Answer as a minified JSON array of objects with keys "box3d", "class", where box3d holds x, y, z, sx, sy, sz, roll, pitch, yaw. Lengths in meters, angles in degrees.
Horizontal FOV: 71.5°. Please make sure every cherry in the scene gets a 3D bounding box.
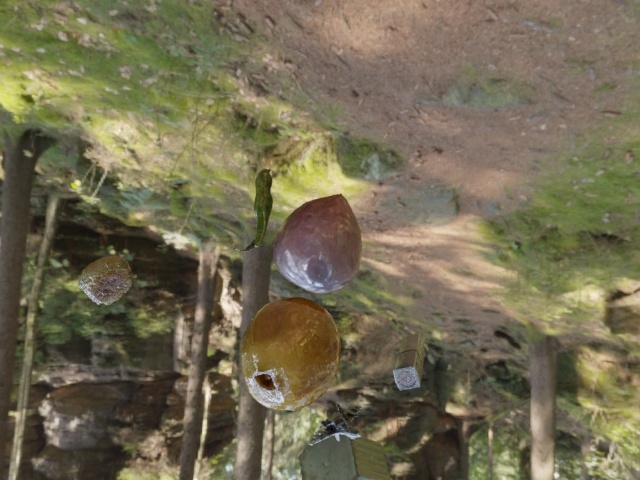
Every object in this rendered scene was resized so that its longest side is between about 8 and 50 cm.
[{"box3d":[-0.007,0.008,1.126,0.206,0.239,0.239,-30,-163,-37],"class":"cherry"}]

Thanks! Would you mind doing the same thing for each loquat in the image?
[{"box3d":[-0.057,0.229,0.904,0.193,0.238,0.238,-9,173,17],"class":"loquat"}]

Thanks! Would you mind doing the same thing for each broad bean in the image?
[{"box3d":[-0.211,-0.106,1.533,0.098,0.318,0.056,27,159,-35],"class":"broad bean"}]

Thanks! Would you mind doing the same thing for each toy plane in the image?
[{"box3d":[0.045,0.442,1.070,0.160,0.082,0.234,-28,163,-23],"class":"toy plane"}]

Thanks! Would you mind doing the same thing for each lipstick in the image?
[{"box3d":[0.295,0.387,1.459,0.076,0.078,0.289,-17,-176,17],"class":"lipstick"}]

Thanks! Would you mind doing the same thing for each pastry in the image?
[{"box3d":[-0.800,0.144,1.670,0.093,0.182,0.192,41,155,29],"class":"pastry"}]

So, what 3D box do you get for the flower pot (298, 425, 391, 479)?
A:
[{"box3d":[0.073,0.697,1.352,0.209,0.239,0.189,-33,131,21],"class":"flower pot"}]
